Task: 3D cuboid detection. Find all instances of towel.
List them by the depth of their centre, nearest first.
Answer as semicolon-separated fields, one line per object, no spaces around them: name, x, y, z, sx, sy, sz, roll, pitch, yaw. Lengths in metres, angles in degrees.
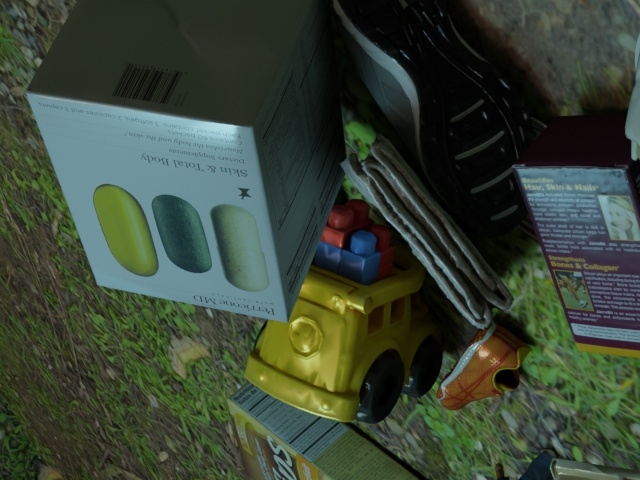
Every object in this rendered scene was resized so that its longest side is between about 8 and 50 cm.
towel;0.093;-0.009;1.228;0.187;0.049;0.282;52;-177;2

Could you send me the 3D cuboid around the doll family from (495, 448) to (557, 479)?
doll family;0.251;0.312;1.435;0.193;0.111;0.076;45;153;15

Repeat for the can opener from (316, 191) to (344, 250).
can opener;0.000;0.000;1.509;0.059;0.073;0.186;26;154;28

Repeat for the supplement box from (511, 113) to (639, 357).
supplement box;0.240;-0.002;1.082;0.104;0.081;0.188;3;127;42

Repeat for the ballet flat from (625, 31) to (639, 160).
ballet flat;0.277;-0.044;0.936;0.139;0.139;0.400;21;140;45

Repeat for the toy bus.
toy bus;0.042;0.059;1.409;0.149;0.220;0.211;19;109;29

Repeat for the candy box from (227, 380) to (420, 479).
candy box;0.018;0.327;1.845;0.316;0.087;0.183;33;148;33

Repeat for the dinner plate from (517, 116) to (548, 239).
dinner plate;0.189;-0.056;1.184;0.141;0.017;0.141;37;149;27

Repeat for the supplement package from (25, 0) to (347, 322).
supplement package;-0.104;-0.094;1.211;0.199;0.198;0.262;10;144;14

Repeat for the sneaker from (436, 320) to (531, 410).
sneaker;0.168;0.146;1.420;0.067;0.064;0.175;37;154;7

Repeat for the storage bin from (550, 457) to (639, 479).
storage bin;0.340;0.338;1.216;0.260;0.123;0.262;4;136;27

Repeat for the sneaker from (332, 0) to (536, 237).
sneaker;0.097;-0.126;1.161;0.271;0.100;0.108;61;171;5
